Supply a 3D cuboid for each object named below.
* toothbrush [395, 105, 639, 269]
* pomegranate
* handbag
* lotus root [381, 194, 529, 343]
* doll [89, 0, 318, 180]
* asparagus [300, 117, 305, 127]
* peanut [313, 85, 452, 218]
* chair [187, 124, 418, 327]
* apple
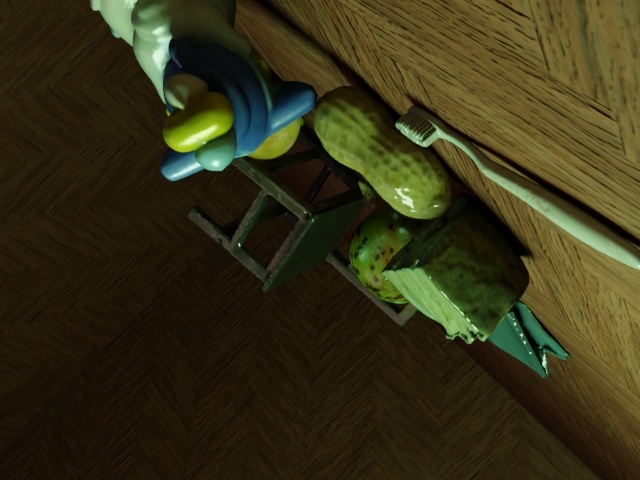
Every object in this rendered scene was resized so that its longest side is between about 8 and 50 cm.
[{"bbox_3d":[0.159,-0.051,0.736,0.307,0.029,0.025,43,170,46],"label":"toothbrush"},{"bbox_3d":[0.112,-0.003,1.259,0.159,0.159,0.205,50,-160,-72],"label":"pomegranate"},{"bbox_3d":[0.299,0.128,1.390,0.144,0.057,0.221,50,177,-21],"label":"handbag"},{"bbox_3d":[0.160,0.033,1.014,0.119,0.138,0.235,40,178,-4],"label":"lotus root"},{"bbox_3d":[-0.154,-0.212,0.986,0.376,0.187,0.365,-6,-116,-54],"label":"doll"},{"bbox_3d":[-0.057,-0.240,1.642,0.025,0.021,0.108,51,176,-33],"label":"asparagus"},{"bbox_3d":[0.071,-0.095,0.959,0.193,0.089,0.089,46,179,8],"label":"peanut"},{"bbox_3d":[0.000,0.000,1.583,0.416,0.203,0.241,45,-145,15],"label":"chair"},{"bbox_3d":[-0.108,-0.211,1.463,0.146,0.146,0.146,45,178,2],"label":"apple"}]
